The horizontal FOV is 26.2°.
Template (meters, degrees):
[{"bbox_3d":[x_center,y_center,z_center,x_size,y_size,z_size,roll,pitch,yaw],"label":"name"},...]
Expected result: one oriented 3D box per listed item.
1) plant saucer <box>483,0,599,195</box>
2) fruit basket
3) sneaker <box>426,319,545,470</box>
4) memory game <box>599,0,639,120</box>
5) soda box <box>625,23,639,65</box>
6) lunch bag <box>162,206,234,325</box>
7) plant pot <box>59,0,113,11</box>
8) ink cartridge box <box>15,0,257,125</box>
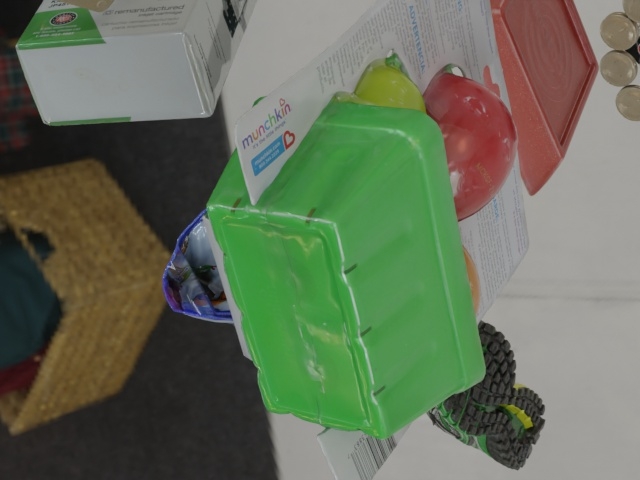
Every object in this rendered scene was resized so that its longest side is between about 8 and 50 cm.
[{"bbox_3d":[0.252,-0.228,1.606,0.048,0.259,0.258,-8,124,33],"label":"plant saucer"},{"bbox_3d":[0.059,-0.033,1.050,0.165,0.353,0.327,4,127,27],"label":"fruit basket"},{"bbox_3d":[0.175,0.196,1.795,0.146,0.134,0.343,16,157,32],"label":"sneaker"},{"bbox_3d":[0.341,-0.159,1.255,0.186,0.012,0.186,21,132,25],"label":"memory game"},{"bbox_3d":[0.416,-0.262,1.560,0.053,0.169,0.060,45,153,1],"label":"soda box"},{"bbox_3d":[0.000,0.000,1.818,0.385,0.328,0.239,-28,81,5],"label":"lunch bag"},{"bbox_3d":[-0.179,-0.228,0.985,0.109,0.109,0.096,-45,59,27],"label":"plant pot"},{"bbox_3d":[-0.147,-0.195,1.175,0.153,0.208,0.087,-3,130,15],"label":"ink cartridge box"}]
